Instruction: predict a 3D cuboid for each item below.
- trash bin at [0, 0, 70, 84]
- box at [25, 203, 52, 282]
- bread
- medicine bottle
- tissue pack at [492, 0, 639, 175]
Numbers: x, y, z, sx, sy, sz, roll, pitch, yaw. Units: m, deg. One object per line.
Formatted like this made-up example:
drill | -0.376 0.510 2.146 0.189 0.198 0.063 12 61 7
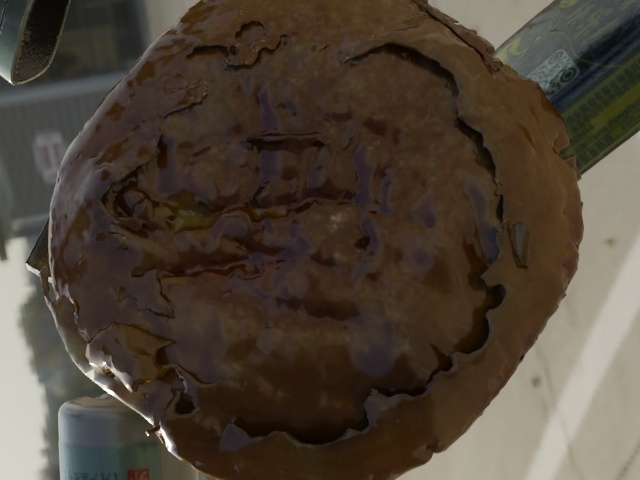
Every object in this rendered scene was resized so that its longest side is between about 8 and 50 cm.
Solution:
trash bin | -0.288 -0.219 1.373 0.130 0.059 0.116 39 130 17
box | -0.221 0.008 1.358 0.063 0.060 0.084 -63 7 -7
bread | -0.003 0.002 1.097 0.337 0.358 0.204 39 169 12
medicine bottle | -0.147 0.300 1.245 0.110 0.110 0.352 -172 80 -83
tissue pack | 0.256 -0.173 1.258 0.081 0.257 0.185 47 -167 -22
